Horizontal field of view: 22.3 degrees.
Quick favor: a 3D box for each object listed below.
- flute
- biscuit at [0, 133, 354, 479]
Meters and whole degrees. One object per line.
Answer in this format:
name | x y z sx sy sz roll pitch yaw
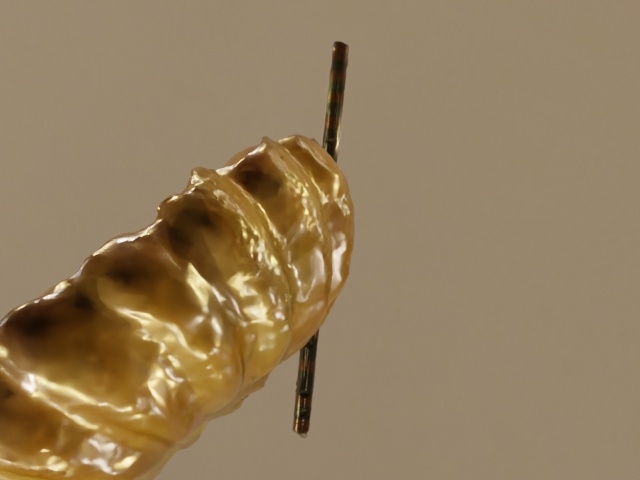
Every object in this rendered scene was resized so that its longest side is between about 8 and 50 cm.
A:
flute | 0.000 0.000 1.100 0.014 0.014 0.270 6 -87 -4
biscuit | -0.103 0.074 0.901 0.325 0.326 0.107 -37 -98 -15
